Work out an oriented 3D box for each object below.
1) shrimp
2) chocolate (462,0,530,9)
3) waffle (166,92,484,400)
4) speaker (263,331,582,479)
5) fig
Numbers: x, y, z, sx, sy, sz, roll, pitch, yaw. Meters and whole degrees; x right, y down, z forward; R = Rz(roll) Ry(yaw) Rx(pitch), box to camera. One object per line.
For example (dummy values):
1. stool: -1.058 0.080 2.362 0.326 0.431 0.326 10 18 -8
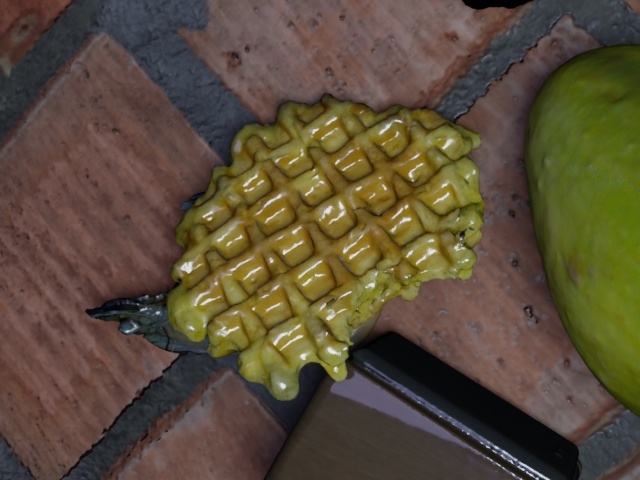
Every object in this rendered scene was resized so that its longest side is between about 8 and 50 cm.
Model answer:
1. shrimp: -0.083 0.028 0.990 0.289 0.075 0.178 3 86 18
2. chocolate: 0.150 -0.289 0.865 0.156 0.156 0.133 -34 70 17
3. waffle: 0.006 -0.008 0.895 0.281 0.058 0.301 25 70 34
4. speaker: 0.089 0.217 0.900 0.231 0.153 0.192 32 103 13
5. fig: 0.280 -0.012 0.781 0.258 0.258 0.326 -39 68 16
